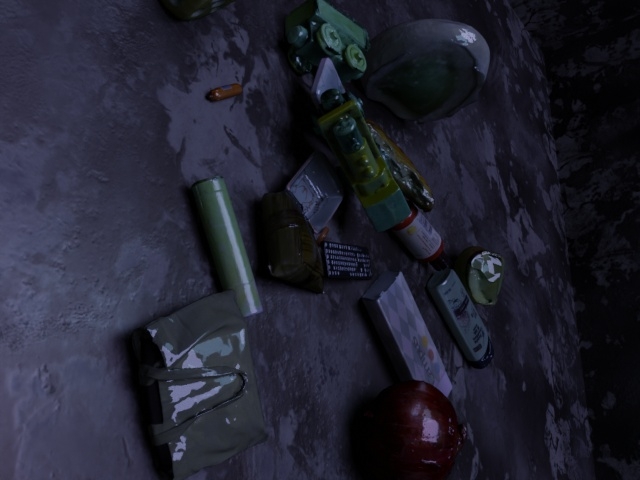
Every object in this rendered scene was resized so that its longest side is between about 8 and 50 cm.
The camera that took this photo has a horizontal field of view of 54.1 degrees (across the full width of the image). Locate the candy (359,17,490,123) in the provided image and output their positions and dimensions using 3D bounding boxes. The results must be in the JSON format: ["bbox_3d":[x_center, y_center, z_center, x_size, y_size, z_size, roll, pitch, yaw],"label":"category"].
[{"bbox_3d":[0.331,-0.547,1.973,0.386,0.427,0.186,24,66,-29],"label":"candy"}]

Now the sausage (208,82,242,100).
[{"bbox_3d":[-0.227,-0.347,1.470,0.107,0.031,0.031,-33,103,-51],"label":"sausage"}]

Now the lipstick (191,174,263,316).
[{"bbox_3d":[-0.199,0.014,1.330,0.076,0.076,0.304,-17,92,-54],"label":"lipstick"}]

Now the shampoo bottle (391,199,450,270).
[{"bbox_3d":[0.319,-0.004,1.982,0.278,0.104,0.104,45,45,-32],"label":"shampoo bottle"}]

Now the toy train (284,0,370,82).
[{"bbox_3d":[0.019,-0.553,1.775,0.271,0.159,0.188,18,59,-43],"label":"toy train"}]

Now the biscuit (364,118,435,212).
[{"bbox_3d":[0.239,-0.220,1.914,0.329,0.078,0.335,22,33,-53],"label":"biscuit"}]

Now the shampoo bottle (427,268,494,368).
[{"bbox_3d":[0.480,0.259,2.103,0.134,0.078,0.359,-47,114,-38],"label":"shampoo bottle"}]

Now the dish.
[{"bbox_3d":[-0.023,-0.128,1.620,0.154,0.064,0.234,57,40,-21],"label":"dish"}]

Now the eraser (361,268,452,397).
[{"bbox_3d":[0.254,0.295,1.797,0.213,0.082,0.397,-40,109,-51],"label":"eraser"}]

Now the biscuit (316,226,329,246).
[{"bbox_3d":[0.000,0.000,1.582,0.015,0.091,0.078,34,63,3],"label":"biscuit"}]

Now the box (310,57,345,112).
[{"bbox_3d":[0.044,-0.362,1.751,0.285,0.044,0.142,56,41,-52],"label":"box"}]

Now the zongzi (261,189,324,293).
[{"bbox_3d":[-0.052,0.006,1.513,0.242,0.112,0.221,35,41,-62],"label":"zongzi"}]

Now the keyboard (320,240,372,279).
[{"bbox_3d":[0.074,0.053,1.656,0.309,0.018,0.101,11,69,-65],"label":"keyboard"}]

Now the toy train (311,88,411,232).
[{"bbox_3d":[0.100,-0.220,1.638,0.369,0.150,0.237,56,6,-43],"label":"toy train"}]

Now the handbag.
[{"bbox_3d":[-0.216,0.265,1.177,0.253,0.109,0.316,-11,91,-50],"label":"handbag"}]

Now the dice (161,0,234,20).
[{"bbox_3d":[-0.269,-0.607,1.402,0.169,0.169,0.166,-40,108,-51],"label":"dice"}]

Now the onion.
[{"bbox_3d":[0.234,0.487,1.558,0.276,0.276,0.276,24,58,-46],"label":"onion"}]

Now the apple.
[{"bbox_3d":[0.554,0.121,2.187,0.207,0.173,0.188,2,102,-51],"label":"apple"}]
